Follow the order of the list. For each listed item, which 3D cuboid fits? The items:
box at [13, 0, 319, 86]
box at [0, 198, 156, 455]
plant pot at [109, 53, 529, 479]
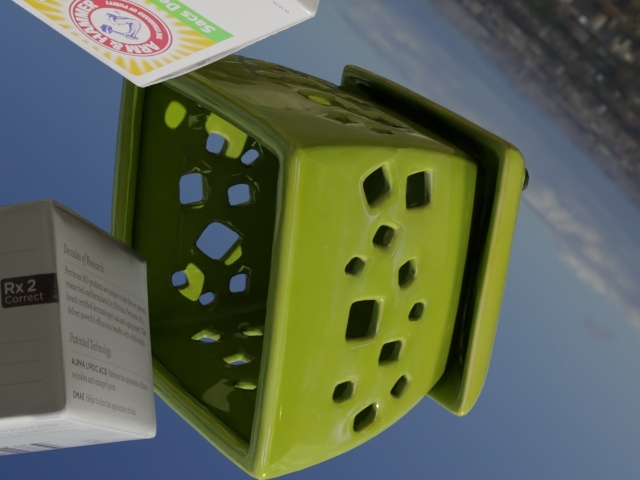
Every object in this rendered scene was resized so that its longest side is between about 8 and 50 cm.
[{"bbox_3d":[-0.091,-0.159,0.527,0.203,0.114,0.103,33,149,-33],"label":"box"},{"bbox_3d":[-0.205,0.061,0.881,0.182,0.181,0.119,47,-144,-75],"label":"box"},{"bbox_3d":[0.000,0.000,1.026,0.207,0.227,0.228,-5,-156,-32],"label":"plant pot"}]
